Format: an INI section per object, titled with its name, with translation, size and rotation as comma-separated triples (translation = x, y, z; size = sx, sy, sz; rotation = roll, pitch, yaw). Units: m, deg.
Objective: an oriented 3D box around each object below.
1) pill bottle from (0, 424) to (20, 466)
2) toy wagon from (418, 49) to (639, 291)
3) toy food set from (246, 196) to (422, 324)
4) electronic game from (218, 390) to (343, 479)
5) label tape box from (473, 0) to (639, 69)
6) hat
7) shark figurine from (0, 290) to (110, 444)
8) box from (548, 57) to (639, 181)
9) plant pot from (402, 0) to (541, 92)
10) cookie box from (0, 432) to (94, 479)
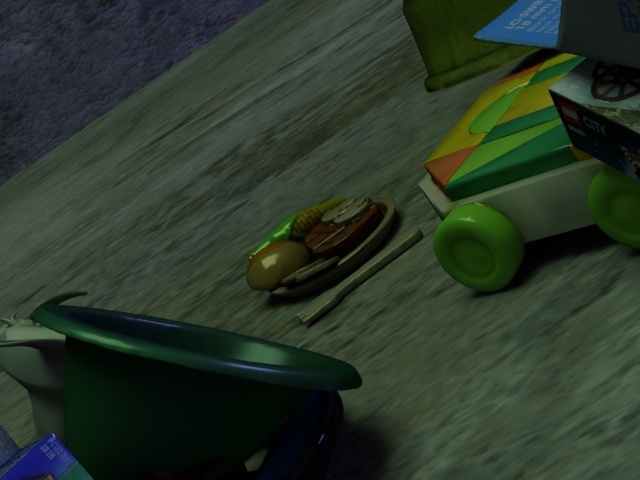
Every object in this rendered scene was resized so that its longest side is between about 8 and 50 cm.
[pill bottle]
translation = -0.268, 0.151, 0.965
size = 0.087, 0.160, 0.087
rotation = -33, 16, 11
[toy wagon]
translation = 0.221, -0.092, 0.843
size = 0.344, 0.068, 0.267
rotation = -19, 23, 45
[toy food set]
translation = 0.000, 0.000, 1.079
size = 0.132, 0.038, 0.192
rotation = -37, 16, -8
[electronic game]
translation = -0.085, 0.152, 0.795
size = 0.229, 0.048, 0.229
rotation = -33, 16, 11
[label tape box]
translation = 0.247, -0.179, 0.649
size = 0.241, 0.106, 0.334
rotation = -41, 36, -21
[hat]
translation = -0.094, 0.139, 0.729
size = 0.173, 0.208, 0.183
rotation = 12, 90, 62
[shark figurine]
translation = -0.222, 0.113, 1.112
size = 0.166, 0.116, 0.278
rotation = -5, 6, -35
[box]
translation = 0.242, -0.070, 0.651
size = 0.159, 0.044, 0.233
rotation = -38, 35, -9
[plant pot]
translation = 0.172, -0.356, 1.064
size = 0.366, 0.353, 0.366
rotation = -26, 7, 3
[cookie box]
translation = -0.128, 0.152, 0.577
size = 0.107, 0.092, 0.040
rotation = -44, 8, -39
